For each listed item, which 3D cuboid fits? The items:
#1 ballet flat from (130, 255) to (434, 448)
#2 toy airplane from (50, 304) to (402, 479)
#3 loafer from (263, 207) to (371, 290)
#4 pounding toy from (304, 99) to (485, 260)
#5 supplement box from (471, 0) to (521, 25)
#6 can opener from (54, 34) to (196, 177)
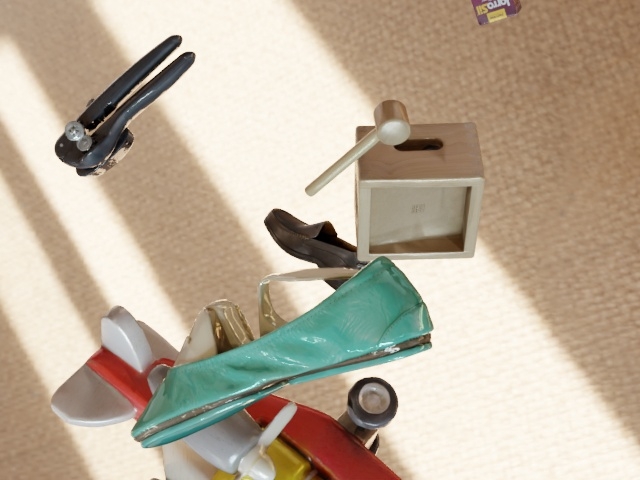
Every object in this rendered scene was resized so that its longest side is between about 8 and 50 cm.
[{"bbox_3d":[-0.038,0.072,0.834,0.247,0.083,0.087,-23,81,24],"label":"ballet flat"},{"bbox_3d":[-0.126,0.245,1.315,0.384,0.386,0.272,-9,47,39],"label":"toy airplane"},{"bbox_3d":[0.000,0.000,1.482,0.170,0.062,0.061,35,119,26],"label":"loafer"},{"bbox_3d":[0.073,-0.079,1.222,0.181,0.206,0.094,-1,49,-1],"label":"pounding toy"},{"bbox_3d":[0.219,-0.327,1.523,0.055,0.043,0.083,-15,108,23],"label":"supplement box"},{"bbox_3d":[-0.206,-0.144,1.236,0.059,0.073,0.186,44,100,9],"label":"can opener"}]
